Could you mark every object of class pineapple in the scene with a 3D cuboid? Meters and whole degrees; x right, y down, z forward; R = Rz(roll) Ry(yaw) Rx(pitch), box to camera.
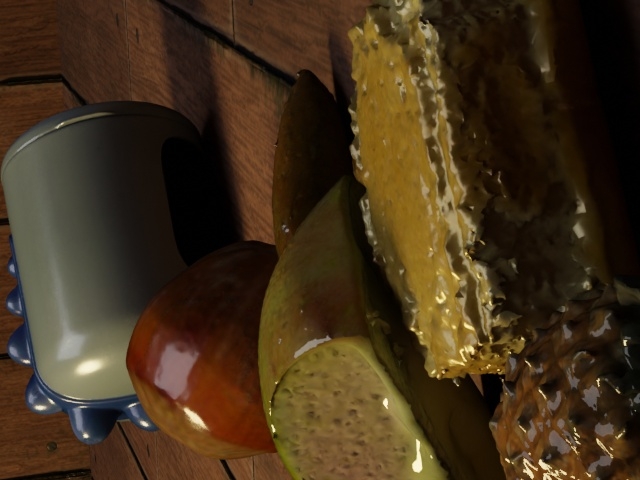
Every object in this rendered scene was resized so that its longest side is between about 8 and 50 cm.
[{"bbox_3d":[0.162,0.054,0.744,0.248,0.128,0.128,121,140,-61],"label":"pineapple"}]

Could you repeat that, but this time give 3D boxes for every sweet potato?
[{"bbox_3d":[0.002,0.007,1.355,0.346,0.079,0.108,-100,-7,-48],"label":"sweet potato"}]

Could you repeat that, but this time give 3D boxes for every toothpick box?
[{"bbox_3d":[-0.229,0.051,1.928,0.263,0.263,0.355,112,147,-60],"label":"toothpick box"}]

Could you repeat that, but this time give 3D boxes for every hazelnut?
[{"bbox_3d":[-0.082,0.096,1.571,0.214,0.176,0.214,-39,40,43],"label":"hazelnut"}]

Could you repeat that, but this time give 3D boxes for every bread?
[{"bbox_3d":[0.094,-0.041,0.947,0.174,0.121,0.246,141,122,-66],"label":"bread"}]

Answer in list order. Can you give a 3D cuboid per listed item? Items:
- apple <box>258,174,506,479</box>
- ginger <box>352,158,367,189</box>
[{"bbox_3d":[0.034,0.085,1.089,0.193,0.120,0.265,-92,-23,-49],"label":"apple"},{"bbox_3d":[0.053,-0.005,1.271,0.057,0.044,0.137,8,112,45],"label":"ginger"}]
